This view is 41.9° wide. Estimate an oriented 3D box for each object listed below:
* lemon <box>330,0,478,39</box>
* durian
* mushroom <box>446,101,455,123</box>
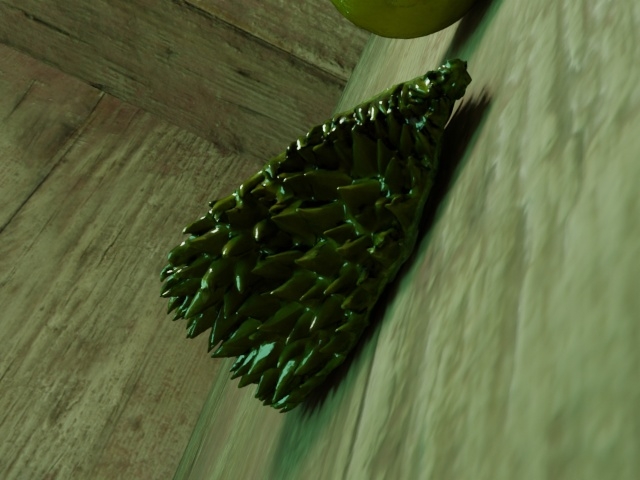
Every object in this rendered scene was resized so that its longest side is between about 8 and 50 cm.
[{"bbox_3d":[0.083,-0.277,0.781,0.174,0.173,0.206,-65,13,0],"label":"lemon"},{"bbox_3d":[0.007,0.008,0.674,0.198,0.163,0.394,-24,-23,-47],"label":"durian"},{"bbox_3d":[0.049,-0.012,0.731,0.025,0.028,0.286,-11,-37,-40],"label":"mushroom"}]
